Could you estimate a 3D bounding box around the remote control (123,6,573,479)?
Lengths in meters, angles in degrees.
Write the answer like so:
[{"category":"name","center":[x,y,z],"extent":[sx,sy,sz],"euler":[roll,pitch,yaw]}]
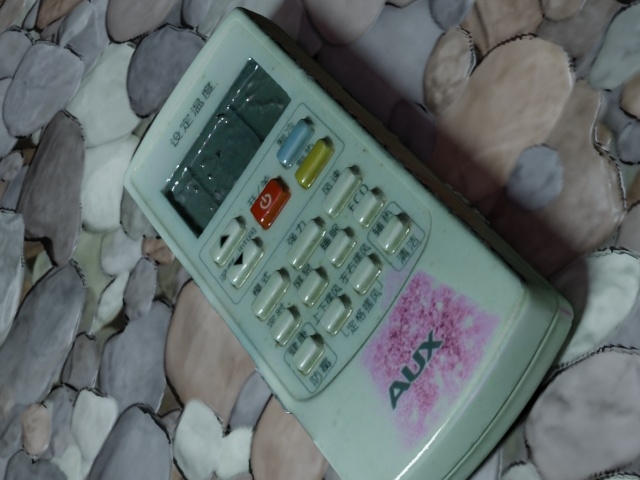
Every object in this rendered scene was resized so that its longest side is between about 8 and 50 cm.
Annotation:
[{"category":"remote control","center":[-0.001,0.000,0.845],"extent":[0.145,0.050,0.344],"euler":[-56,42,12]}]
